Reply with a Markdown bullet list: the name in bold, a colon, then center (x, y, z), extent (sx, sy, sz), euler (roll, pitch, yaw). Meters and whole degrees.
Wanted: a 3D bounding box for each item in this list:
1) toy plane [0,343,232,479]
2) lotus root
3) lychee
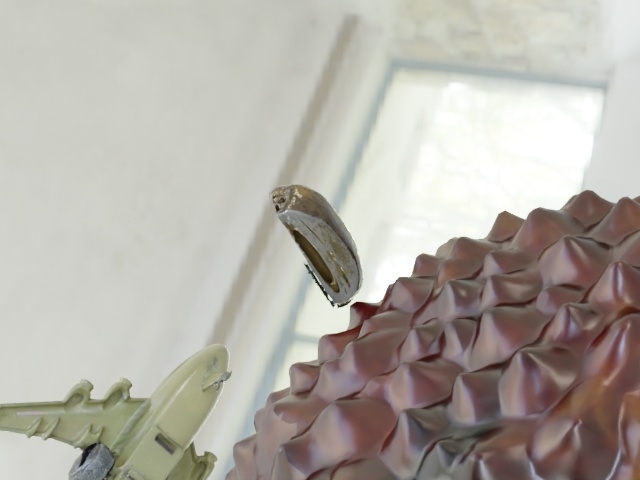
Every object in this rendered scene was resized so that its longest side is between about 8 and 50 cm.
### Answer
- **toy plane**: center (-0.148, 0.182, 1.348), extent (0.256, 0.242, 0.104), euler (-51, 12, -18)
- **lotus root**: center (0.002, -0.001, 0.956), extent (0.083, 0.030, 0.037), euler (59, -170, -33)
- **lychee**: center (0.149, 0.183, 0.886), extent (0.500, 0.425, 0.424), euler (108, 174, -78)
